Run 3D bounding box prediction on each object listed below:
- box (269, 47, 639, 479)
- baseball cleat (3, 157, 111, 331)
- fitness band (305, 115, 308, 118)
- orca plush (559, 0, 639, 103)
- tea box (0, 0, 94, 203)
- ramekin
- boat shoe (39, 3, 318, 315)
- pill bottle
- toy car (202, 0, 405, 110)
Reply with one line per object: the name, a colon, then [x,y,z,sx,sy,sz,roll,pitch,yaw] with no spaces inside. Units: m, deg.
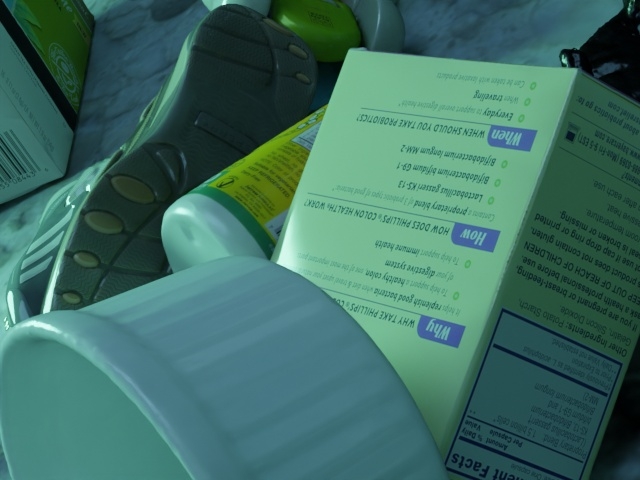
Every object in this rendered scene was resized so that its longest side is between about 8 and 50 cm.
box: [0.078,0.023,1.069,0.213,0.117,0.243,13,80,54]
baseball cleat: [-0.187,0.004,1.401,0.109,0.072,0.206,-43,28,30]
fitness band: [-0.112,-0.009,1.464,0.291,0.054,0.209,-21,35,30]
orca plush: [0.199,-0.100,1.163,0.151,0.102,0.287,-18,37,30]
tea box: [-0.432,-0.170,1.834,0.329,0.220,0.323,-21,35,15]
ramekin: [-0.047,0.142,0.974,0.135,0.277,0.277,-27,23,-29]
boat shoe: [-0.106,-0.016,1.327,0.130,0.132,0.355,-48,10,52]
pill bottle: [0.007,-0.025,1.216,0.208,0.117,0.117,-34,26,-25]
toy car: [-0.027,-0.170,1.525,0.182,0.159,0.136,-119,46,-61]
